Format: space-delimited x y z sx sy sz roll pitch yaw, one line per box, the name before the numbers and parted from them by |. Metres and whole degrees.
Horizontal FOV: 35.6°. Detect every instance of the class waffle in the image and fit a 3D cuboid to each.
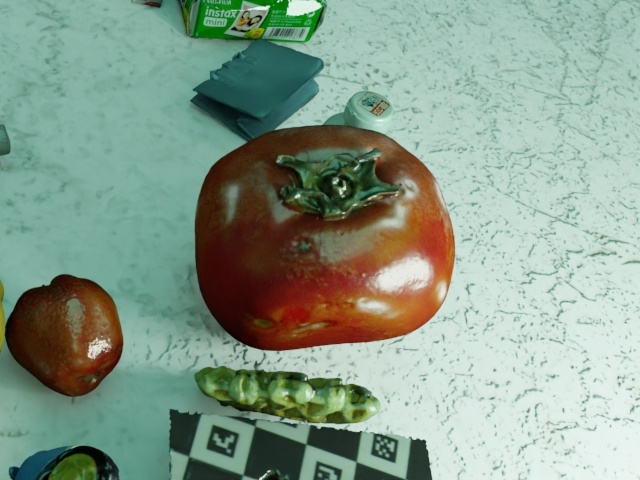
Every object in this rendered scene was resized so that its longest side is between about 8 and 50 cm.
waffle | -0.038 0.184 1.173 0.224 0.204 0.054 9 79 -7

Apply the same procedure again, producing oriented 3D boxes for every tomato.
tomato | 0.000 0.000 1.268 0.325 0.289 0.293 -9 61 -11

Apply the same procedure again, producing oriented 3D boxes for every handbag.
handbag | -0.100 -0.258 1.651 0.144 0.057 0.221 29 45 13

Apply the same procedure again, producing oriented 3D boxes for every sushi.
sushi | -0.017 0.364 1.082 0.320 0.068 0.339 8 52 -20

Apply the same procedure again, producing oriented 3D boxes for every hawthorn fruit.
hawthorn fruit | -0.293 0.111 1.173 0.133 0.133 0.138 -21 73 -35

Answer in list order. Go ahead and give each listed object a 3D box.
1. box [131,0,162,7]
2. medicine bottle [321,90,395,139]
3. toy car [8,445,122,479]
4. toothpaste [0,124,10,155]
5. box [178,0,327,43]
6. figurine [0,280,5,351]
box | -0.311 -0.504 1.810 0.055 0.039 0.218 7 47 -17
medicine bottle | 0.040 -0.110 1.438 0.121 0.229 0.083 30 46 8
toy car | -0.238 0.351 0.940 0.166 0.198 0.314 -15 51 10
toothpaste | -0.562 -0.112 1.335 0.283 0.068 0.099 -13 24 -19
box | -0.131 -0.437 1.773 0.250 0.103 0.180 -3 49 -24
figurine | -0.465 0.083 1.113 0.257 0.167 0.192 26 54 36
